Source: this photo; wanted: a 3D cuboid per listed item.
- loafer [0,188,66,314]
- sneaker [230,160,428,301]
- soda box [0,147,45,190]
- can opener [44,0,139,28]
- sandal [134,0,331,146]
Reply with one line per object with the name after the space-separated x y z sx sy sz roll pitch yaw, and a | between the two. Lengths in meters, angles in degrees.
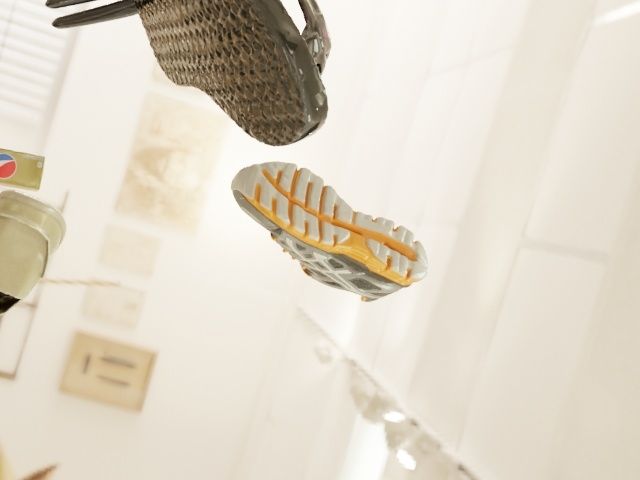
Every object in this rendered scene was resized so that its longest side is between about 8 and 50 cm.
-0.409 0.026 1.518 0.268 0.102 0.092 123 -14 -56 | loafer
0.000 0.000 1.107 0.083 0.215 0.084 -42 -155 42 | sneaker
-0.538 -0.122 1.812 0.061 0.181 0.058 178 -79 -72 | soda box
-0.225 -0.283 1.311 0.073 0.186 0.059 -118 -173 -71 | can opener
-0.077 -0.210 1.078 0.446 0.107 0.167 38 -32 61 | sandal
